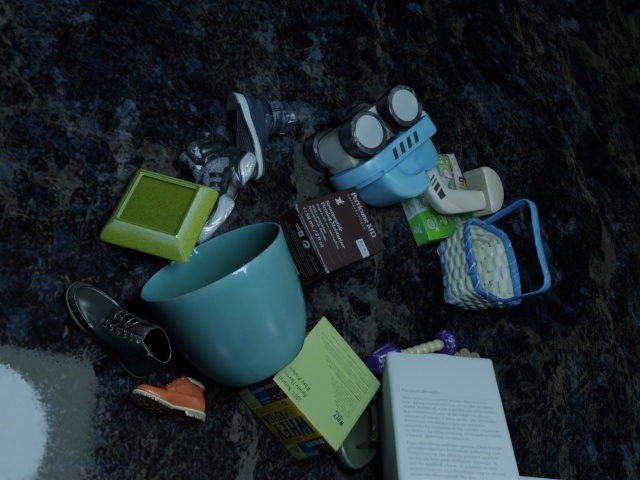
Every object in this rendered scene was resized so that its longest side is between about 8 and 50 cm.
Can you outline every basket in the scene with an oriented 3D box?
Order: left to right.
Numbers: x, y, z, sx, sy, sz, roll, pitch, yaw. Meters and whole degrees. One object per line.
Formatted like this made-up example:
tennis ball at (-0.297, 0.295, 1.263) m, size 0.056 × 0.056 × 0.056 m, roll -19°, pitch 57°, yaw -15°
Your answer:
basket at (0.460, 0.049, 1.977) m, size 0.201 × 0.289 × 0.254 m, roll 15°, pitch 61°, yaw -33°

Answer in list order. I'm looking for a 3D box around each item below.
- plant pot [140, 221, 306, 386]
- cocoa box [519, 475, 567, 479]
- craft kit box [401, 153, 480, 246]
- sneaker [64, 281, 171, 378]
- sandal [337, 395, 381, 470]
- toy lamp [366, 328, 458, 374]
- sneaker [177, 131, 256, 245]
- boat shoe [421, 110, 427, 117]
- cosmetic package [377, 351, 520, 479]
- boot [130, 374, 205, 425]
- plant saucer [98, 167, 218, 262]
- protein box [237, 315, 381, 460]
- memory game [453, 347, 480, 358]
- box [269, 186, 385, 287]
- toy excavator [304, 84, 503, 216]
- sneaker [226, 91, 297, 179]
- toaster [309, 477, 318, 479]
plant pot at (-0.160, 0.135, 1.450) m, size 0.293 × 0.293 × 0.235 m, roll -43°, pitch 115°, yaw -43°
cocoa box at (0.400, 0.654, 1.665) m, size 0.347 × 0.231 × 0.227 m, roll 16°, pitch 59°, yaw -32°
craft kit box at (0.326, -0.120, 2.119) m, size 0.247 × 0.061 × 0.249 m, roll -11°, pitch 76°, yaw -39°
sneaker at (-0.364, 0.149, 1.379) m, size 0.222 × 0.118 × 0.083 m, roll 48°, pitch 47°, yaw -10°
sandal at (0.139, 0.402, 1.681) m, size 0.303 × 0.086 × 0.120 m, roll -25°, pitch 85°, yaw -43°
toy lamp at (0.221, 0.272, 1.822) m, size 0.275 × 0.080 × 0.080 m, roll -6°, pitch 73°, yaw -44°
sneaker at (-0.253, -0.119, 1.624) m, size 0.153 × 0.101 × 0.268 m, roll 33°, pitch 54°, yaw -12°
boat shoe at (0.273, -0.290, 2.142) m, size 0.081 × 0.079 × 0.227 m, roll 43°, pitch 45°, yaw -8°
cosmetic package at (0.242, 0.436, 1.454) m, size 0.230 × 0.161 × 0.453 m, roll 5°, pitch 38°, yaw -3°
boot at (-0.285, 0.289, 1.420) m, size 0.158 × 0.059 × 0.084 m, roll 29°, pitch 49°, yaw -35°
plant saucer at (-0.323, -0.064, 1.501) m, size 0.189 × 0.045 × 0.188 m, roll 15°, pitch 56°, yaw 6°
protein box at (-0.020, 0.308, 1.565) m, size 0.199 × 0.136 × 0.201 m, roll 50°, pitch 46°, yaw -9°
memory game at (0.389, 0.370, 1.951) m, size 0.186 × 0.012 × 0.186 m, roll 17°, pitch 59°, yaw -32°
box at (0.000, 0.000, 1.714) m, size 0.203 × 0.167 × 0.168 m, roll -20°, pitch 82°, yaw -43°
toy excavator at (0.240, -0.177, 1.946) m, size 0.433 × 0.222 × 0.445 m, roll -39°, pitch 104°, yaw -31°
sneaker at (-0.123, -0.247, 1.795) m, size 0.163 × 0.086 × 0.226 m, roll 0°, pitch 67°, yaw -36°
toaster at (-0.005, 0.590, 1.442) m, size 0.146 × 0.129 × 0.226 m, roll -22°, pitch 86°, yaw -41°
